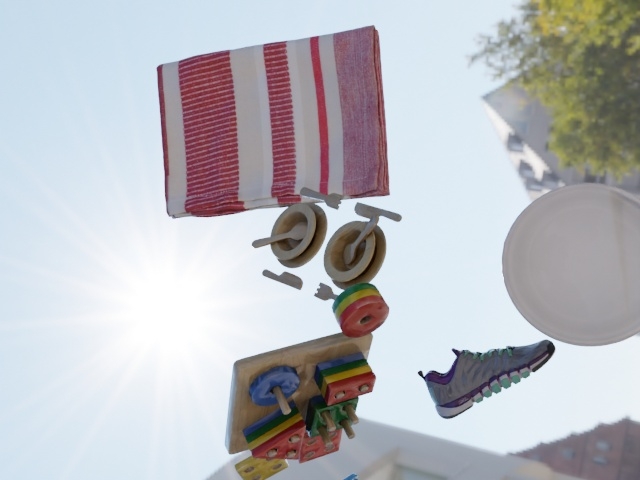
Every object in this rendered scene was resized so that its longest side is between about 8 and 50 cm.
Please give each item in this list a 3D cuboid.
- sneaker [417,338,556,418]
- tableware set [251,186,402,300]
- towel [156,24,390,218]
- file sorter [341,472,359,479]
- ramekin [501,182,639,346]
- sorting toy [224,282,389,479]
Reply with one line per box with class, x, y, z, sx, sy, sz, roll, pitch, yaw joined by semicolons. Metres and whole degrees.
sneaker;0.274;0.203;1.529;0.098;0.223;0.083;60;-177;4
tableware set;0.000;0.000;1.103;0.039;0.194;0.128;29;-97;-41
towel;-0.071;-0.161;1.291;0.037;0.329;0.237;21;-116;-74
file sorter;0.044;0.494;1.579;0.170;0.104;0.118;-6;-64;-62
ramekin;0.445;0.046;1.549;0.127;0.273;0.273;30;-109;-72
sorting toy;-0.016;0.157;0.854;0.132;0.046;0.274;-12;-42;-22
